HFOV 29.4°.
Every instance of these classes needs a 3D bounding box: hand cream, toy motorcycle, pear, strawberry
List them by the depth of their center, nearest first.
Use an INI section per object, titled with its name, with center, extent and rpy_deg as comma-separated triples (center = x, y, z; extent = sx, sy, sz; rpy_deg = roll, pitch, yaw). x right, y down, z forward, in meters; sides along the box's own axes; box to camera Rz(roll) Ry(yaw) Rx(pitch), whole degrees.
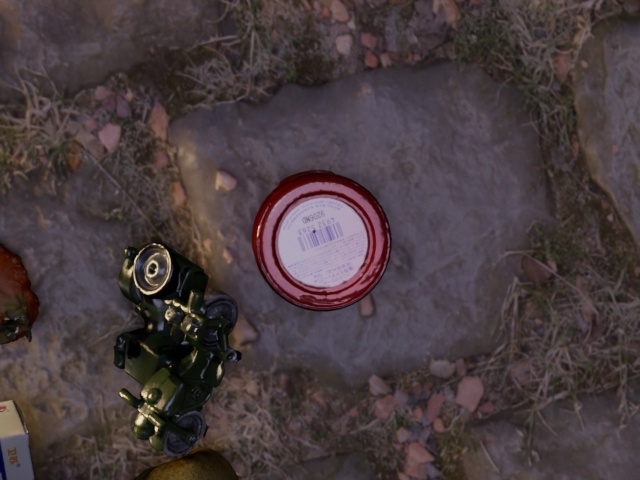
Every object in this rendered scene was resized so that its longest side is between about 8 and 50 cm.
[toy motorcycle]
center = -0.213, 0.140, 1.638
extent = 0.205, 0.127, 0.275
rpy_deg = 29, 108, 37
[strawberry]
center = -0.486, 0.068, 1.643
extent = 0.236, 0.175, 0.107
rpy_deg = 49, 125, 27
[pear]
center = -0.188, 0.363, 1.663
extent = 0.167, 0.167, 0.137
rpy_deg = -20, 82, -3
[hand cream]
center = 0.000, 0.000, 1.672
extent = 0.193, 0.125, 0.193
rpy_deg = -1, 95, -6

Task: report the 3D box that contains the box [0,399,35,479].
[box]
center = -0.525, 0.349, 1.595
extent = 0.299, 0.106, 0.200
rpy_deg = -11, 113, -19
